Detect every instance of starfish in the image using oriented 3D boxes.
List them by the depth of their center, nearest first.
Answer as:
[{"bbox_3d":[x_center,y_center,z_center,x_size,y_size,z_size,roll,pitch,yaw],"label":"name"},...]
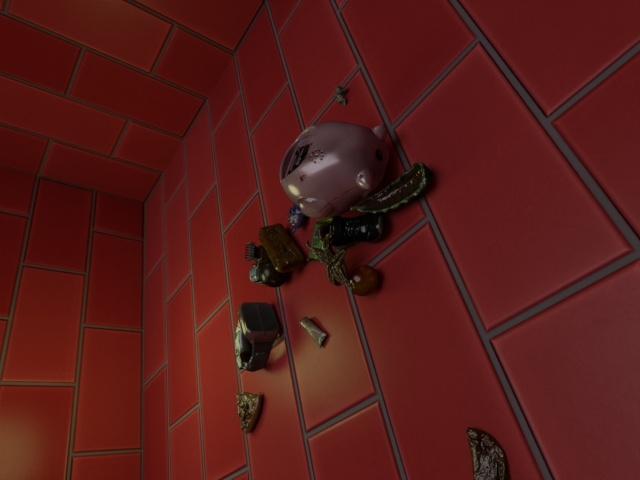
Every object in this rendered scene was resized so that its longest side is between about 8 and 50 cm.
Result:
[{"bbox_3d":[0.039,0.069,1.577,0.240,0.043,0.227,37,140,22],"label":"starfish"}]

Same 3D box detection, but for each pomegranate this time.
[{"bbox_3d":[-0.198,0.133,1.899,0.130,0.130,0.130,-23,60,47],"label":"pomegranate"}]

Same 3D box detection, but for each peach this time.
[{"bbox_3d":[0.144,0.131,1.480,0.101,0.101,0.101,-23,60,47],"label":"peach"}]

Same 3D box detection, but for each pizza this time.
[{"bbox_3d":[-0.317,0.698,1.918,0.195,0.052,0.185,26,96,54],"label":"pizza"}]

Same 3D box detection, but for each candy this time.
[{"bbox_3d":[0.001,0.000,1.761,0.102,0.032,0.178,0,77,49],"label":"candy"}]

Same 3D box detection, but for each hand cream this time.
[{"bbox_3d":[-0.029,0.336,1.680,0.143,0.039,0.061,37,105,47],"label":"hand cream"}]

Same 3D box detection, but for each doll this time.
[{"bbox_3d":[-0.093,-0.130,1.906,0.110,0.067,0.206,-24,49,37],"label":"doll"}]

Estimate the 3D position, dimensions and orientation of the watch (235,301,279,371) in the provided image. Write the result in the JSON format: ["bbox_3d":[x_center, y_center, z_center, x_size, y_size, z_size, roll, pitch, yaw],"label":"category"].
[{"bbox_3d":[-0.283,0.414,1.912,0.241,0.162,0.253,-66,33,33],"label":"watch"}]

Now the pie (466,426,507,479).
[{"bbox_3d":[0.392,0.539,1.054,0.088,0.033,0.191,-19,57,40],"label":"pie"}]

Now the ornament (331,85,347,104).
[{"bbox_3d":[0.081,-0.600,1.861,0.068,0.041,0.092,-1,64,30],"label":"ornament"}]

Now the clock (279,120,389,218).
[{"bbox_3d":[0.043,-0.262,1.571,0.376,0.250,0.368,-11,53,45],"label":"clock"}]

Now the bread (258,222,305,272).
[{"bbox_3d":[-0.161,0.029,1.890,0.271,0.139,0.077,51,148,45],"label":"bread"}]

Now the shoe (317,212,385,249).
[{"bbox_3d":[0.097,-0.043,1.560,0.291,0.137,0.114,-16,66,48],"label":"shoe"}]

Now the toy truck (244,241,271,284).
[{"bbox_3d":[-0.277,0.102,2.021,0.080,0.115,0.178,-21,63,48],"label":"toy truck"}]

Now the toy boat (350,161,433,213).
[{"bbox_3d":[0.235,-0.149,1.455,0.293,0.099,0.108,-28,55,36],"label":"toy boat"}]
